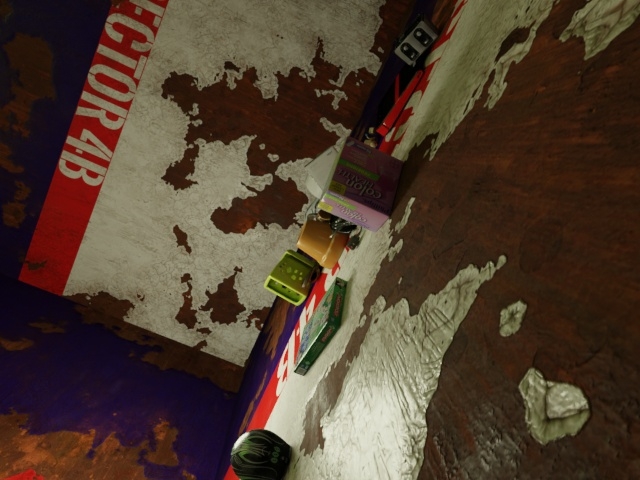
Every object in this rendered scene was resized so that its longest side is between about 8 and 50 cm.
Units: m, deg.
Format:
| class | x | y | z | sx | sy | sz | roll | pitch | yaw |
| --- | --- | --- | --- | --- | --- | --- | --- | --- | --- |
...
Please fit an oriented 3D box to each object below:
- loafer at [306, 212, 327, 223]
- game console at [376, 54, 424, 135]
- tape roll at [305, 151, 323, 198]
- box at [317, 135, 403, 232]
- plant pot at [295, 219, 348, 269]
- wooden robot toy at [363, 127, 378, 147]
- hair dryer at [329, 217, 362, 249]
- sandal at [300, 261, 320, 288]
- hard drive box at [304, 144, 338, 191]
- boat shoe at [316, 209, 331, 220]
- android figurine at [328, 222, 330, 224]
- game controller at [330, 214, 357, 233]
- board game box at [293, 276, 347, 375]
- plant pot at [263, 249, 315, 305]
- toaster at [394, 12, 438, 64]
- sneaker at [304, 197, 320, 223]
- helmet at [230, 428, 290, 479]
| class | x | y | z | sx | sy | sz | roll | pitch | yaw |
| --- | --- | --- | --- | --- | --- | --- | --- | --- | --- |
| loafer | -0.019 | -0.064 | 2.599 | 0.366 | 0.134 | 0.130 | 105 | 162 | -71 |
| game console | 0.371 | -0.686 | 1.968 | 0.342 | 0.060 | 0.386 | -54 | 14 | 36 |
| tape roll | 0.053 | -0.365 | 2.449 | 0.169 | 0.246 | 0.246 | 122 | 169 | -45 |
| box | 0.134 | -0.187 | 1.407 | 0.117 | 0.213 | 0.243 | 125 | 167 | -59 |
| plant pot | 0.000 | 0.000 | 1.893 | 0.205 | 0.188 | 0.205 | -156 | 90 | -83 |
| wooden robot toy | 0.260 | -0.479 | 2.121 | 0.079 | 0.076 | 0.173 | 9 | 72 | 46 |
| hair dryer | 0.120 | -0.122 | 1.635 | 0.293 | 0.080 | 0.223 | -63 | 31 | 6 |
| sandal | -0.032 | 0.174 | 2.134 | 0.090 | 0.060 | 0.219 | -56 | -3 | 29 |
| hard drive box | 0.058 | -0.337 | 2.163 | 0.181 | 0.232 | 0.089 | -36 | 12 | 7 |
| boat shoe | 0.053 | -0.144 | 2.184 | 0.207 | 0.073 | 0.073 | -26 | -8 | -40 |
| android figurine | 0.043 | -0.010 | 2.140 | 0.273 | 0.056 | 0.248 | 126 | 166 | -62 |
| game controller | 0.112 | -0.189 | 1.762 | 0.166 | 0.067 | 0.319 | 11 | 95 | 63 |
| board game box | -0.002 | 0.306 | 1.509 | 0.213 | 0.046 | 0.317 | -74 | 10 | -51 |
| plant pot | -0.150 | 0.191 | 2.288 | 0.207 | 0.227 | 0.228 | -62 | 4 | -26 |
| toaster | 0.412 | -0.874 | 1.844 | 0.168 | 0.110 | 0.185 | -40 | 22 | 36 |
| sneaker | -0.011 | -0.195 | 2.795 | 0.366 | 0.137 | 0.210 | -60 | 7 | 23 |
| helmet | -0.186 | 0.650 | 1.282 | 0.169 | 0.161 | 0.169 | -156 | 90 | -83 |
